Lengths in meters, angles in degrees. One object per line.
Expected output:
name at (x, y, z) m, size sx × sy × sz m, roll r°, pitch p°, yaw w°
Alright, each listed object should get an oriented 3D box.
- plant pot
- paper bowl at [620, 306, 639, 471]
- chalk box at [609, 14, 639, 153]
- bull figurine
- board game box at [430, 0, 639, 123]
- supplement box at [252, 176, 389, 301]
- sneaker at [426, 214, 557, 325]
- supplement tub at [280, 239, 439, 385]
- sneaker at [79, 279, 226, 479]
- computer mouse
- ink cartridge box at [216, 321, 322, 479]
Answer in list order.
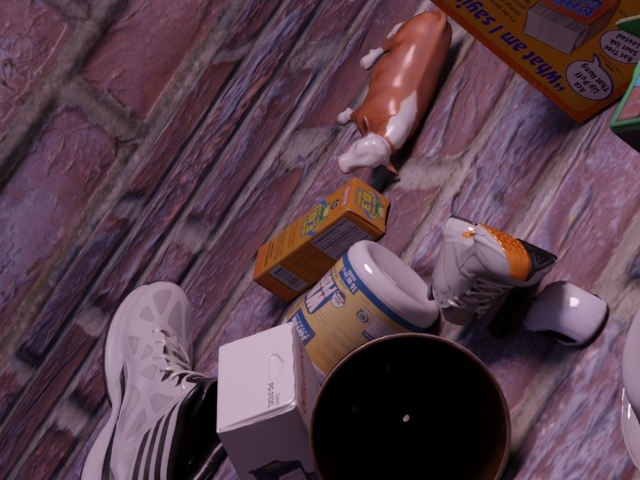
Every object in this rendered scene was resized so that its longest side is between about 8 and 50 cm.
plant pot at (0.085, 0.198, 1.759) m, size 0.215 × 0.215 × 0.230 m, roll -54°, pitch 6°, yaw 0°
paper bowl at (0.375, 0.101, 1.344) m, size 0.284 × 0.148 × 0.284 m, roll -43°, pitch 23°, yaw 23°
chalk box at (0.405, -0.139, 1.442) m, size 0.179 × 0.289 × 0.180 m, roll -60°, pitch 22°, yaw -15°
bull figurine at (0.108, -0.219, 2.435) m, size 0.310 × 0.101 × 0.188 m, roll -61°, pitch 20°, yaw -15°
board game box at (0.340, -0.444, 1.945) m, size 0.356 × 0.357 × 0.356 m, roll -36°, pitch 28°, yaw 38°
supplement box at (0.000, 0.000, 2.364) m, size 0.233 × 0.080 × 0.078 m, roll -34°, pitch 31°, yaw 36°
sneaker at (0.190, 0.047, 1.804) m, size 0.262 × 0.099 × 0.121 m, roll -157°, pitch 90°, yaw -81°
supplement tub at (0.039, 0.114, 2.018) m, size 0.199 × 0.144 × 0.144 m, roll -47°, pitch 22°, yaw 16°
sneaker at (-0.206, 0.224, 2.395) m, size 0.257 × 0.169 × 0.447 m, roll -26°, pitch 41°, yaw 34°
computer mouse at (0.256, 0.071, 1.773) m, size 0.106 × 0.042 × 0.193 m, roll -57°, pitch 21°, yaw -10°
ink cartridge box at (-0.035, 0.243, 1.831) m, size 0.100 × 0.237 × 0.172 m, roll -18°, pitch 30°, yaw 8°
